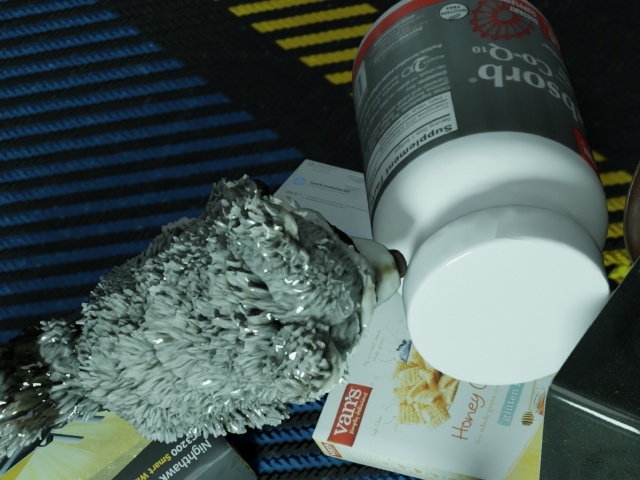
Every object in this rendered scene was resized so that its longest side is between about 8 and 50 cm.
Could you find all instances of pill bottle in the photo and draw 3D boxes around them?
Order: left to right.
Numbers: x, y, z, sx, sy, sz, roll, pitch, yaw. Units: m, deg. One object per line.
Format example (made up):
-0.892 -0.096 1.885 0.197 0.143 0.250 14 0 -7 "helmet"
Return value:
0.145 -0.055 1.507 0.210 0.210 0.363 -17 41 10 "pill bottle"

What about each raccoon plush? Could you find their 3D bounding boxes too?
-0.133 0.114 1.393 0.446 0.299 0.216 -37 91 2 "raccoon plush"

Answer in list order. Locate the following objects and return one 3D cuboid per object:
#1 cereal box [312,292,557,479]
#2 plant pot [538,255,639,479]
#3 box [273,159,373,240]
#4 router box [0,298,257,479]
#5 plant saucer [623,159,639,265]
0.131 0.141 1.543 0.240 0.047 0.173 10 63 25 "cereal box"
0.299 0.151 1.375 0.167 0.187 0.188 24 52 23 "plant pot"
0.000 0.000 1.641 0.145 0.038 0.186 15 47 28 "box"
-0.254 0.229 1.612 0.309 0.081 0.243 -39 56 -5 "router box"
0.360 -0.043 1.528 0.198 0.036 0.198 -40 38 41 "plant saucer"
